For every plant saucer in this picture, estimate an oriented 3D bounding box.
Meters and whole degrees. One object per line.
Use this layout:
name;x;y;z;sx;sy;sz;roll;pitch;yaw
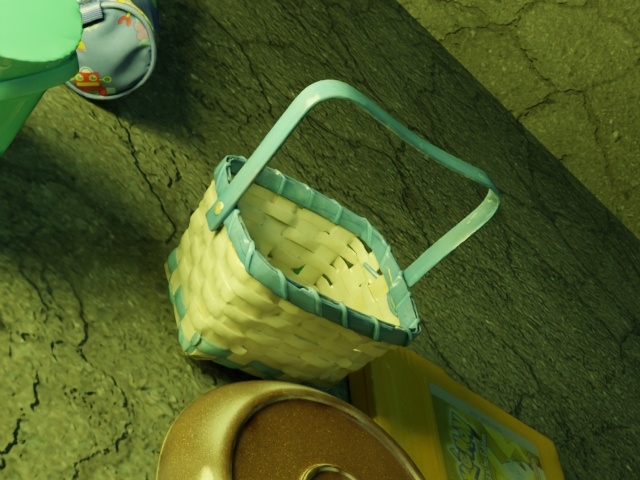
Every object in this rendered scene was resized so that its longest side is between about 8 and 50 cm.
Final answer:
plant saucer;0.006;0.240;0.942;0.311;0.050;0.310;29;34;-22

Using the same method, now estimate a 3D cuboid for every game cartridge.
game cartridge;0.168;0.265;1.214;0.324;0.053;0.285;35;27;-26

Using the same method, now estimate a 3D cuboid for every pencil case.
pencil case;-0.248;-0.293;1.284;0.306;0.119;0.133;-100;169;-51

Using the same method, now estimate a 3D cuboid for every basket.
basket;0.000;0.000;1.050;0.255;0.289;0.201;29;30;-37

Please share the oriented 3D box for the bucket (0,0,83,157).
bucket;-0.340;-0.169;0.883;0.281;0.183;0.281;36;29;-23
